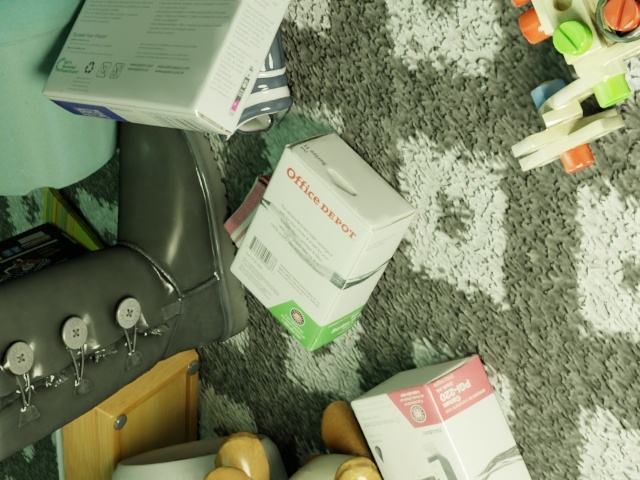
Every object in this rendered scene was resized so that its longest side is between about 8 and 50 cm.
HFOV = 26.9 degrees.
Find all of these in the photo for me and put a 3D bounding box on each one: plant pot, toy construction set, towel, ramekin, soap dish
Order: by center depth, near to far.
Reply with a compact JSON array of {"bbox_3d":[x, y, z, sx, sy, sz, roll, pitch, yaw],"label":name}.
[{"bbox_3d":[0.183,-0.214,1.181,0.215,0.151,0.328,-25,97,30],"label":"toy construction set"},{"bbox_3d":[-0.047,0.025,1.714,0.197,0.029,0.144,56,144,13],"label":"towel"},{"bbox_3d":[-0.413,-0.264,1.788,0.341,0.341,0.334,33,142,37],"label":"plant pot"},{"bbox_3d":[-0.166,0.352,1.864,0.273,0.272,0.127,-12,87,54],"label":"ramekin"},{"bbox_3d":[-0.283,0.286,2.003,0.118,0.229,0.291,25,129,28],"label":"soap dish"},{"bbox_3d":[-0.369,0.018,2.132,0.237,0.021,0.102,46,145,24],"label":"towel"}]

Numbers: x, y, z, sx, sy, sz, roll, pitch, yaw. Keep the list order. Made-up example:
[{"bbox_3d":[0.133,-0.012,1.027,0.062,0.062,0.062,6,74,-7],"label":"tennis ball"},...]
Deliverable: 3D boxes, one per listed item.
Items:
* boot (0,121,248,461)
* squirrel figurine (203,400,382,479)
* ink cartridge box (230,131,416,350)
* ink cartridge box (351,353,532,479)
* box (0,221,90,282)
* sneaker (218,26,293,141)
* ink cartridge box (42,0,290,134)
[{"bbox_3d":[-0.322,0.036,1.712,0.146,0.445,0.367,-4,106,53],"label":"boot"},{"bbox_3d":[-0.063,0.437,1.622,0.281,0.370,0.397,-119,6,-73],"label":"squirrel figurine"},{"bbox_3d":[0.000,0.000,1.566,0.153,0.087,0.208,46,133,20],"label":"ink cartridge box"},{"bbox_3d":[0.148,0.257,1.543,0.158,0.092,0.218,-23,92,55],"label":"ink cartridge box"},{"bbox_3d":[-0.474,0.105,2.021,0.257,0.322,0.079,29,133,40],"label":"box"},{"bbox_3d":[-0.141,-0.197,1.648,0.282,0.099,0.153,-3,105,49],"label":"sneaker"},{"bbox_3d":[-0.152,-0.289,1.536,0.324,0.071,0.330,13,75,49],"label":"ink cartridge box"}]
